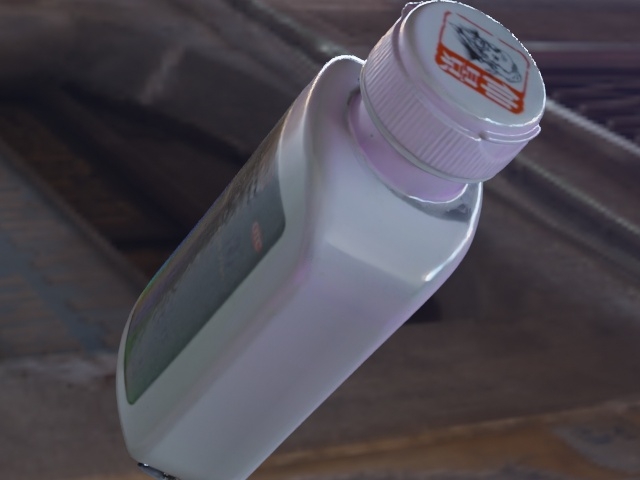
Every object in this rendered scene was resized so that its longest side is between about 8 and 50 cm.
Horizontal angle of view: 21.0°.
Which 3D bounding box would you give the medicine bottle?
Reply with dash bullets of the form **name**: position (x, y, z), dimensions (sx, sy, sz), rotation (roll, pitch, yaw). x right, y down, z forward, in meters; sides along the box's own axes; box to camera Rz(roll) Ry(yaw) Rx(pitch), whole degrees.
- **medicine bottle**: position (0.000, 0.000, 0.667), dimensions (0.219, 0.078, 0.115), rotation (-48, -159, 40)
